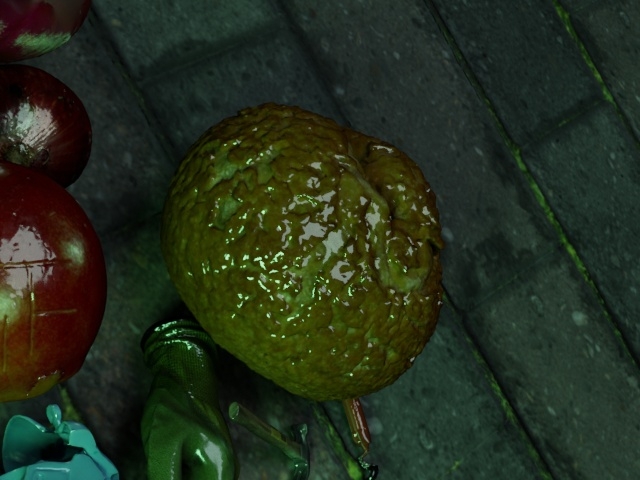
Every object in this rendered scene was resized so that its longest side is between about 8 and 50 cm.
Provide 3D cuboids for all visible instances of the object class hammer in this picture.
[{"bbox_3d":[-0.045,0.179,1.351,0.182,0.017,0.062,45,36,-62],"label":"hammer"}]

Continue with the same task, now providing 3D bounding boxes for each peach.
[{"bbox_3d":[-0.257,0.027,1.169,0.197,0.197,0.197,20,56,-34],"label":"peach"}]

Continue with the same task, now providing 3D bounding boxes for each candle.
[{"bbox_3d":[0.032,0.164,1.489,0.026,0.021,0.167,-4,71,-43],"label":"candle"}]

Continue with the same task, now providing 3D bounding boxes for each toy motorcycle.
[{"bbox_3d":[-0.250,0.218,1.123,0.272,0.123,0.182,-8,40,-33],"label":"toy motorcycle"}]

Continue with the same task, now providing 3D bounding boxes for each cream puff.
[{"bbox_3d":[0.000,0.000,1.373,0.303,0.212,0.303,38,30,-26],"label":"cream puff"}]

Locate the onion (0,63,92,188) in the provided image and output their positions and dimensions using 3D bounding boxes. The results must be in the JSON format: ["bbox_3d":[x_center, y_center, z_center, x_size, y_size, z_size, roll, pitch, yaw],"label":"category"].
[{"bbox_3d":[-0.262,-0.088,1.283,0.131,0.131,0.131,20,56,-34],"label":"onion"}]

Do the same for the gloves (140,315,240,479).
[{"bbox_3d":[-0.121,0.188,1.275,0.107,0.135,0.268,4,55,5],"label":"gloves"}]

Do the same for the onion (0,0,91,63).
[{"bbox_3d":[-0.336,-0.231,1.267,0.272,0.195,0.272,36,18,-14],"label":"onion"}]
